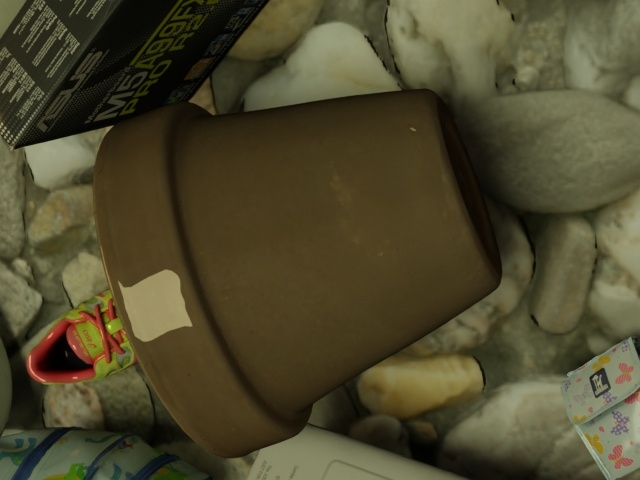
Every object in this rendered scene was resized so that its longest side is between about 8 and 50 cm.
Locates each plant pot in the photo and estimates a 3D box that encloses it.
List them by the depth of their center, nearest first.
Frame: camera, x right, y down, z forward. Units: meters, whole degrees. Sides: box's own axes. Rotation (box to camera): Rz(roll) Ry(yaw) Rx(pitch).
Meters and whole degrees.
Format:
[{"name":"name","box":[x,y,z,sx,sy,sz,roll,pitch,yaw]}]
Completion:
[{"name":"plant pot","box":[0.000,0.000,0.970,0.229,0.263,0.263,-19,93,12]}]

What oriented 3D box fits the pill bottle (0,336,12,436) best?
[{"name":"pill bottle","box":[-0.490,0.175,1.276,0.392,0.224,0.224,-23,91,31]}]

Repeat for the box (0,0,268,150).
[{"name":"box","box":[-0.104,-0.189,0.970,0.060,0.216,0.270,48,119,9]}]

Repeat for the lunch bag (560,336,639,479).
[{"name":"lunch bag","box":[0.217,0.120,0.970,0.071,0.053,0.083,-36,76,30]}]

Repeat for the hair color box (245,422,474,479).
[{"name":"hair color box","box":[0.106,0.278,0.985,0.375,0.113,0.185,16,68,25]}]

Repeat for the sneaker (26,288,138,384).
[{"name":"sneaker","box":[-0.165,0.074,1.145,0.208,0.094,0.081,-33,85,30]}]

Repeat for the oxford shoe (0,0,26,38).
[{"name":"oxford shoe","box":[-0.164,-0.302,0.942,0.449,0.130,0.169,-44,83,9]}]

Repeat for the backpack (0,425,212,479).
[{"name":"backpack","box":[-0.209,0.332,1.152,0.273,0.290,0.355,-10,91,22]}]
